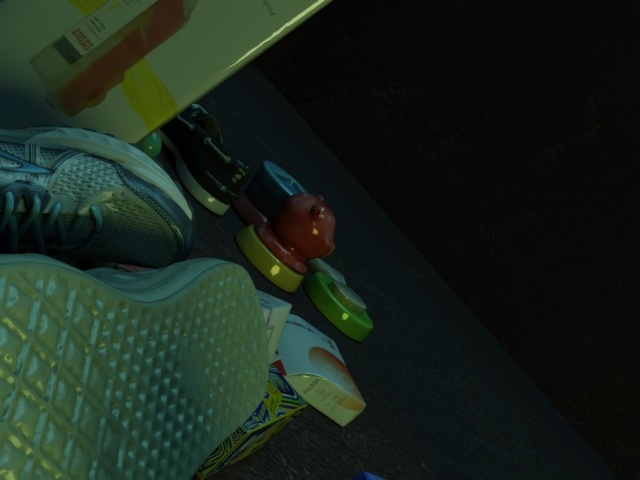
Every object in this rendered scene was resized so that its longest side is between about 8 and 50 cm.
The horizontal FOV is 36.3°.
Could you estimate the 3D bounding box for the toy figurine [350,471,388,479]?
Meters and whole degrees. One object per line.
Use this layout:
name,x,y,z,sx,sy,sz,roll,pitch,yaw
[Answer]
toy figurine,0.043,0.223,0.512,0.362,0.217,0.191,33,15,-47

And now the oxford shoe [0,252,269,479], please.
oxford shoe,-0.152,0.089,0.553,0.449,0.130,0.169,-13,95,-76

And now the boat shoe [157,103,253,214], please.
boat shoe,-0.192,-0.159,1.531,0.114,0.091,0.302,33,15,-51

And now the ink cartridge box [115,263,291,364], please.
ink cartridge box,-0.103,0.070,0.890,0.115,0.067,0.198,21,4,14

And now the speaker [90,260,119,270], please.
speaker,-0.202,-0.003,0.937,0.055,0.055,0.136,34,13,-47

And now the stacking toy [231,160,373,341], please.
stacking toy,0.000,0.000,1.545,0.279,0.130,0.309,40,11,-23

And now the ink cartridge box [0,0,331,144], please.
ink cartridge box,-0.155,-0.201,0.895,0.160,0.384,0.279,54,2,-14

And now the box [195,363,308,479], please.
box,-0.069,0.150,0.829,0.054,0.059,0.169,46,9,11

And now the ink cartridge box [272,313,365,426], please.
ink cartridge box,-0.037,0.122,1.136,0.179,0.045,0.145,42,9,-29

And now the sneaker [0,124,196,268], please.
sneaker,-0.229,-0.022,0.685,0.282,0.110,0.122,19,37,-12

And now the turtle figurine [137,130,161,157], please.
turtle figurine,-0.248,-0.132,1.149,0.234,0.118,0.175,44,8,37
